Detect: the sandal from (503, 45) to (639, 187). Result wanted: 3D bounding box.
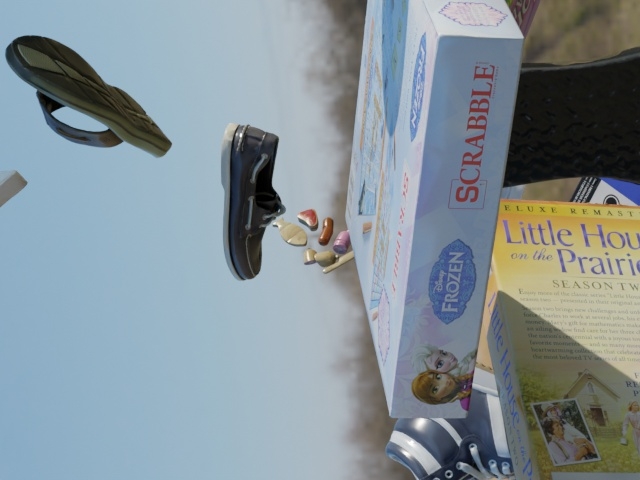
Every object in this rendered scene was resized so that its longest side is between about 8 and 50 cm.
[{"bbox_3d":[0.307,-0.135,1.757,0.107,0.446,0.167,-122,35,-74],"label":"sandal"}]

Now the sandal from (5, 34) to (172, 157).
[{"bbox_3d":[-0.295,-0.159,2.081,0.120,0.086,0.303,56,-169,33],"label":"sandal"}]

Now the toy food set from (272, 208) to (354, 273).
[{"bbox_3d":[0.000,0.000,2.112,0.122,0.078,0.019,48,162,41],"label":"toy food set"}]

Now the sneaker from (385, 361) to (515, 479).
[{"bbox_3d":[0.204,0.231,1.744,0.153,0.282,0.099,-63,-23,-12],"label":"sneaker"}]

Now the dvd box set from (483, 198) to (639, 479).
[{"bbox_3d":[0.312,0.145,1.492,0.062,0.308,0.420,109,159,-49],"label":"dvd box set"}]

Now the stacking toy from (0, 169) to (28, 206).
[{"bbox_3d":[-0.444,0.045,1.927,0.130,0.279,0.309,51,161,-26],"label":"stacking toy"}]

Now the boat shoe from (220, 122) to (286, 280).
[{"bbox_3d":[-0.074,-0.038,1.879,0.075,0.065,0.206,-70,-18,-55],"label":"boat shoe"}]

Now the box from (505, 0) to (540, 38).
[{"bbox_3d":[0.179,-0.325,1.876,0.213,0.117,0.243,-68,-19,-5],"label":"box"}]

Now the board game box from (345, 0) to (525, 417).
[{"bbox_3d":[0.080,-0.077,1.308,0.318,0.066,0.318,-100,14,-59],"label":"board game box"}]

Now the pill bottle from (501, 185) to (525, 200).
[{"bbox_3d":[0.204,-0.093,2.305,0.087,0.160,0.087,-162,90,-88],"label":"pill bottle"}]

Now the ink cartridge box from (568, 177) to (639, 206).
[{"bbox_3d":[0.379,-0.058,2.097,0.046,0.097,0.207,-3,-54,-49],"label":"ink cartridge box"}]
